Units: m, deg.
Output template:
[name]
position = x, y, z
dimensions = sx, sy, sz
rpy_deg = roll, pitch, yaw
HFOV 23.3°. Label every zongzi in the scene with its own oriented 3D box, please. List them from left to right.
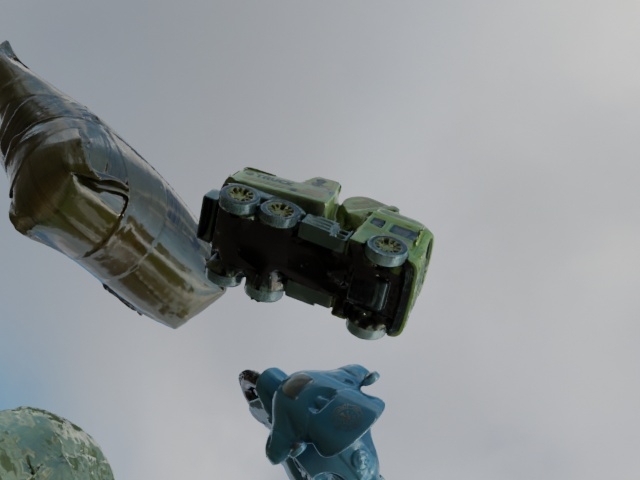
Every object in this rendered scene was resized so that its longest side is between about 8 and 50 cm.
[zongzi]
position = -0.228, -0.061, 1.616
dimensions = 0.123, 0.260, 0.289
rpy_deg = -42, -141, 9

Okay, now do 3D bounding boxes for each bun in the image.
[bun]
position = -0.196, 0.216, 1.099
dimensions = 0.108, 0.221, 0.221
rpy_deg = -18, -99, 18

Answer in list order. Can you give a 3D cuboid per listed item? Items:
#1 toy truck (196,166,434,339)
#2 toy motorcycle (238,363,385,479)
[toy truck]
position = 0.000, 0.000, 1.276
dimensions = 0.191, 0.116, 0.085
rpy_deg = 19, -59, 14
[toy motorcycle]
position = 0.034, 0.215, 1.396
dimensions = 0.272, 0.123, 0.182
rpy_deg = 51, -24, -6
